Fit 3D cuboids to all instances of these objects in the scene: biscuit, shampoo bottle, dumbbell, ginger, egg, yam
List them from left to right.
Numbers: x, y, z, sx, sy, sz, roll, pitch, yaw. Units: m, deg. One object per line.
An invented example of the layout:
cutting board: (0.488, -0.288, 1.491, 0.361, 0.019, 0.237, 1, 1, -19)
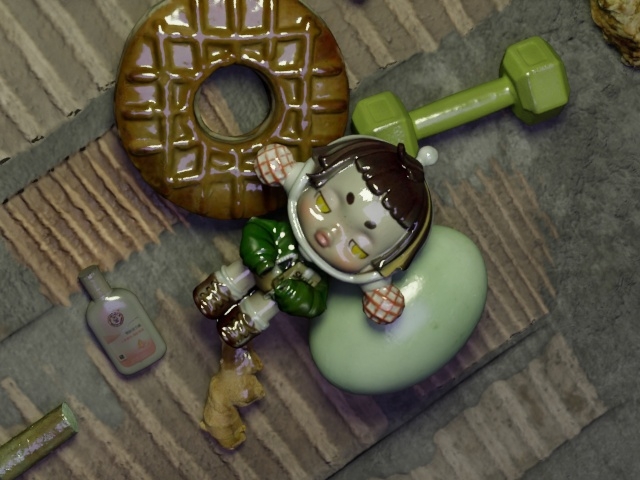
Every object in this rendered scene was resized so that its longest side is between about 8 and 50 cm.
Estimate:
yam: (-0.407, 0.289, 1.779, 0.132, 0.054, 0.054, -36, 111, 0)
shampoo bottle: (-0.286, 0.109, 1.751, 0.080, 0.040, 0.165, -28, 112, 0)
biscuit: (-0.116, -0.188, 1.658, 0.332, 0.103, 0.332, -4, 109, -10)
ginger: (-0.113, 0.177, 1.794, 0.089, 0.075, 0.288, 19, 109, 7)
egg: (0.109, 0.097, 1.744, 0.282, 0.203, 0.203, -42, 111, -2)
dumbbell: (0.193, -0.182, 1.722, 0.302, 0.121, 0.108, -21, 140, -5)

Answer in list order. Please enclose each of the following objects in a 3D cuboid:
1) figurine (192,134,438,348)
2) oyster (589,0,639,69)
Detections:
figurine: (0.000, 0.000, 1.631, 0.370, 0.167, 0.281, -38, 93, 17)
oyster: (0.509, -0.323, 1.748, 0.396, 0.111, 0.204, -2, 111, -15)
